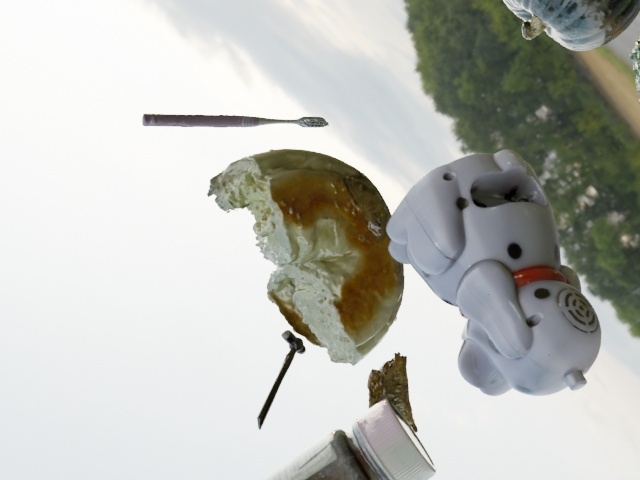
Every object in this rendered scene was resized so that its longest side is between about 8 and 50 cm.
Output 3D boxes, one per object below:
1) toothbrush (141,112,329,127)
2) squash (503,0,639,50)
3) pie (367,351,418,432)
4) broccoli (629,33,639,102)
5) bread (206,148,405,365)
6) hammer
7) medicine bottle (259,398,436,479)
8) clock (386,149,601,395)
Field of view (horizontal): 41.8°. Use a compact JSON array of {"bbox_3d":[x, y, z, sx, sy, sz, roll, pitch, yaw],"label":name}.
[{"bbox_3d":[-0.147,-0.216,1.524,0.354,0.024,0.029,-3,-165,-24],"label":"toothbrush"},{"bbox_3d":[0.358,-0.372,1.212,0.218,0.172,0.218,15,-149,-9],"label":"squash"},{"bbox_3d":[0.128,0.283,1.514,0.034,0.092,0.170,-142,43,-67],"label":"pie"},{"bbox_3d":[0.342,-0.116,0.540,0.270,0.270,0.270,53,-176,-5],"label":"broccoli"},{"bbox_3d":[0.001,-0.005,1.147,0.314,0.192,0.171,54,154,-12],"label":"bread"},{"bbox_3d":[-0.074,0.237,1.419,0.065,0.021,0.178,56,-131,-39],"label":"hammer"},{"bbox_3d":[0.043,0.401,1.400,0.165,0.273,0.165,56,-178,-3],"label":"medicine bottle"},{"bbox_3d":[0.200,0.054,0.880,0.189,0.189,0.254,26,-145,-50],"label":"clock"}]
